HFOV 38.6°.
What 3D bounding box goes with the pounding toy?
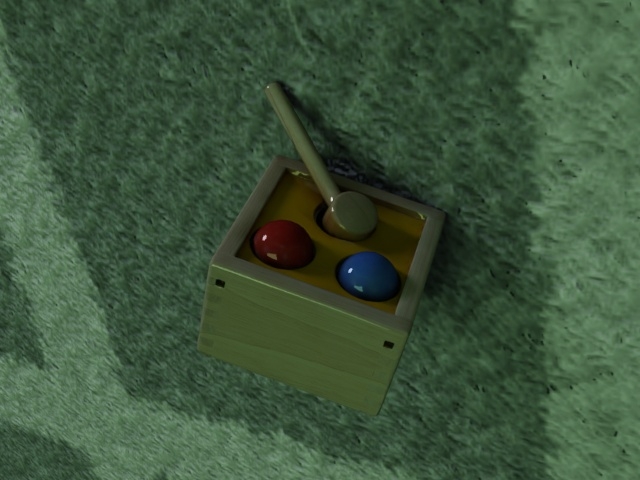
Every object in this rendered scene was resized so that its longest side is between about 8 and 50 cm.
[{"bbox_3d":[0.000,0.000,0.532,0.130,0.141,0.100,20,131,5],"label":"pounding toy"}]
